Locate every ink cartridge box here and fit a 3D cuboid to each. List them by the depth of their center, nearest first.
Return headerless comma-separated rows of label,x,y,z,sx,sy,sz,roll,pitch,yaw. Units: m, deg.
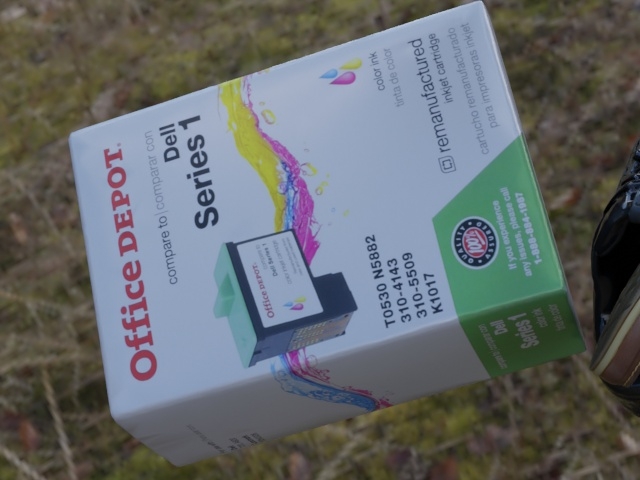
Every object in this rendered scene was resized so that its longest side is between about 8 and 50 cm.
ink cartridge box,0.000,0.000,0.939,0.278,0.117,0.201,-17,65,9

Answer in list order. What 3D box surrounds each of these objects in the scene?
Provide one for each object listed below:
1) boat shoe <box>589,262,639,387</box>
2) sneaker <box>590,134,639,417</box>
boat shoe,0.209,0.009,0.794,0.178,0.060,0.064,-51,-6,-6
sneaker,0.229,-0.030,0.920,0.102,0.293,0.146,11,1,35
